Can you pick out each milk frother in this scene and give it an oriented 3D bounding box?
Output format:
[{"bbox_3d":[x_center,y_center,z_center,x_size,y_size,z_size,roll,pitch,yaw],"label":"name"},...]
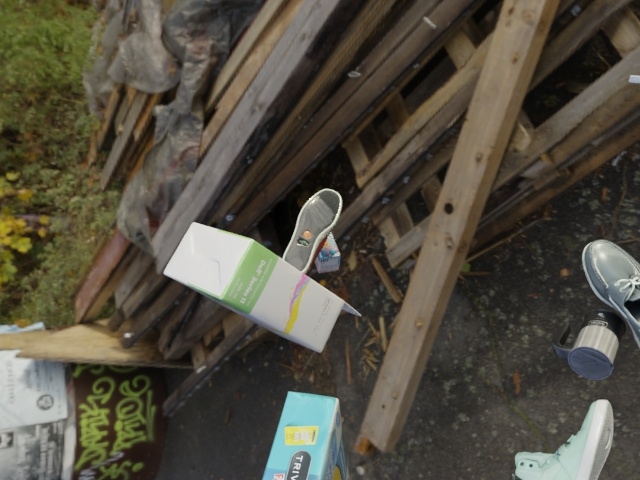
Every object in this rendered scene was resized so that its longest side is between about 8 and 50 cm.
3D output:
[{"bbox_3d":[0.576,0.243,1.157,0.129,0.134,0.143,-20,106,48],"label":"milk frother"}]

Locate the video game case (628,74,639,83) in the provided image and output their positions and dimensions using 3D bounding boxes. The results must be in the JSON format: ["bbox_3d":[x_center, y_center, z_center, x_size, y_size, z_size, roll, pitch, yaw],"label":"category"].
[{"bbox_3d":[0.501,-0.213,0.746,0.087,0.121,0.011,-137,49,-61],"label":"video game case"}]

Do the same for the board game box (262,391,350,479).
[{"bbox_3d":[-0.032,0.421,0.732,0.336,0.079,0.254,-73,-19,-46],"label":"board game box"}]

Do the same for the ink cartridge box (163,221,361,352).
[{"bbox_3d":[-0.100,0.109,1.077,0.207,0.353,0.119,14,73,46],"label":"ink cartridge box"}]

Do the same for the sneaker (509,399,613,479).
[{"bbox_3d":[0.461,0.410,1.062,0.151,0.094,0.256,14,74,47],"label":"sneaker"}]

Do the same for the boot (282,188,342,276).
[{"bbox_3d":[-0.025,0.000,1.359,0.244,0.088,0.176,-62,-6,-19],"label":"boot"}]

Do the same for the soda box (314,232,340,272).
[{"bbox_3d":[0.000,0.000,1.484,0.063,0.058,0.183,96,160,-46],"label":"soda box"}]

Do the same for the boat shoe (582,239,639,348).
[{"bbox_3d":[0.654,0.115,1.118,0.116,0.099,0.320,-20,57,2],"label":"boat shoe"}]
